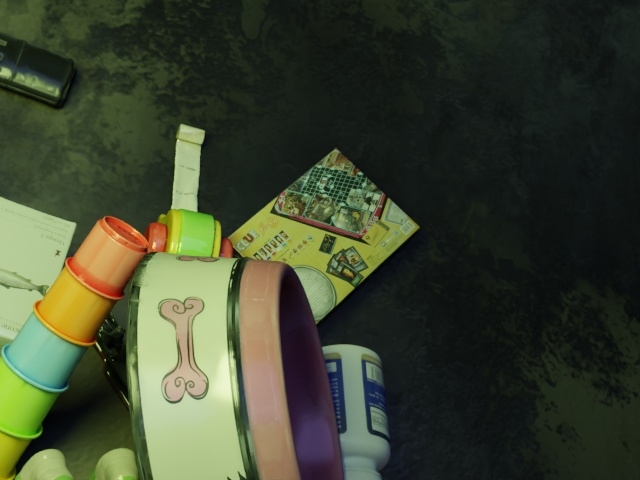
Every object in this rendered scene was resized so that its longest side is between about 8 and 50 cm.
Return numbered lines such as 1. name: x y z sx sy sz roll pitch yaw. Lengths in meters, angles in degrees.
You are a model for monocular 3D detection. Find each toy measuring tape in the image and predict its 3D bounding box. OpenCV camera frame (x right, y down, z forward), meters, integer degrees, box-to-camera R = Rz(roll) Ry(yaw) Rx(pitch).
1. toy measuring tape: -0.165 -0.034 1.868 0.121 0.121 0.330 14 56 -16

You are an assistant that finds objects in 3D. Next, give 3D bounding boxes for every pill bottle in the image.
1. pill bottle: 0.028 0.232 1.789 0.112 0.112 0.186 8 57 -19

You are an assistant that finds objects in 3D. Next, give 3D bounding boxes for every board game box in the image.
1. board game box: 0.000 0.000 1.964 0.165 0.042 0.243 44 53 6

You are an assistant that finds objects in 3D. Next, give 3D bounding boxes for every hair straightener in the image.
1. hair straightener: -0.244 0.114 1.756 0.047 0.089 0.230 -22 71 -31

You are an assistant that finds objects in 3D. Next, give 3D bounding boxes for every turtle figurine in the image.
1. turtle figurine: -0.238 0.372 1.592 0.198 0.274 0.266 -21 48 -9

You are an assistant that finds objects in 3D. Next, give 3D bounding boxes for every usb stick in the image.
1. usb stick: -0.456 -0.250 1.916 0.278 0.045 0.077 20 61 -12

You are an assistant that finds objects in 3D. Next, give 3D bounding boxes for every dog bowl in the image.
1. dog bowl: -0.077 0.200 1.569 0.150 0.408 0.408 -10 60 7

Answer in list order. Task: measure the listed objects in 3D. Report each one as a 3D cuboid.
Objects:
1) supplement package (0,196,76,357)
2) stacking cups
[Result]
1. supplement package: -0.368 0.058 1.725 0.105 0.105 0.179 20 55 -13
2. stacking cups: -0.296 0.118 1.594 0.096 0.316 0.096 32 15 -10
